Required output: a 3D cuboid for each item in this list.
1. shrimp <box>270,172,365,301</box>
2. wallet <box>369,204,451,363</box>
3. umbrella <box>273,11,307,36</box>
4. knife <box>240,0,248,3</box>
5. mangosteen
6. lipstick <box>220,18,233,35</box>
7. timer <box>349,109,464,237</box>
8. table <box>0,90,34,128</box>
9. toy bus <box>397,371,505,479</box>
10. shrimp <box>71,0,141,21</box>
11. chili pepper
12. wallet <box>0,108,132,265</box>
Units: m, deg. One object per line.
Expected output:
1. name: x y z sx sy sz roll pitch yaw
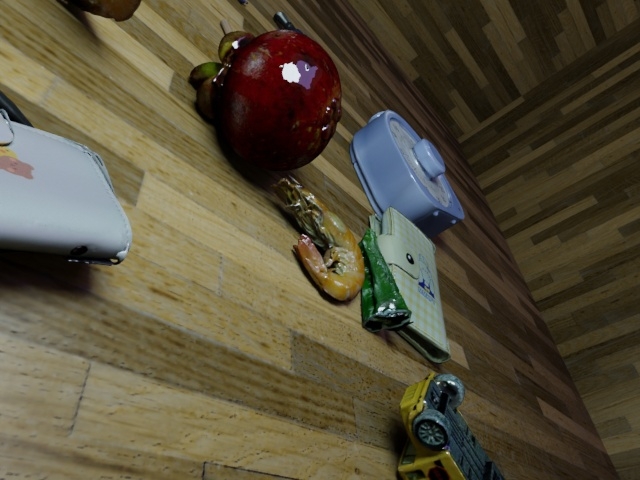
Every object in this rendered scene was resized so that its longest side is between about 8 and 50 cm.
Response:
1. shrimp: 0.000 0.000 0.736 0.249 0.068 0.150 53 32 -19
2. wallet: 0.193 0.082 0.959 0.223 0.077 0.310 42 33 -28
3. umbrella: -0.053 -0.538 1.221 0.248 0.071 0.071 52 27 -1
4. knife: -0.225 -0.631 1.079 0.121 0.018 0.031 44 32 -27
5. mangosteen: -0.092 -0.231 0.704 0.257 0.215 0.215 25 23 15
6. lipstick: -0.186 -0.424 0.921 0.019 0.019 0.094 0 61 -58
7. timer: 0.245 -0.205 1.231 0.395 0.173 0.395 38 34 -31
8. table: -0.293 -0.289 0.359 0.249 0.317 0.318 38 30 -60
9. toy bus: 0.212 0.364 0.628 0.336 0.123 0.121 58 29 2
10. shrimp: -0.300 -0.364 0.528 0.075 0.289 0.178 -59 154 -44
11. chili pepper: 0.109 0.061 0.826 0.059 0.088 0.227 79 4 -48
12. wallet: -0.274 -0.049 0.331 0.170 0.069 0.231 51 19 28
